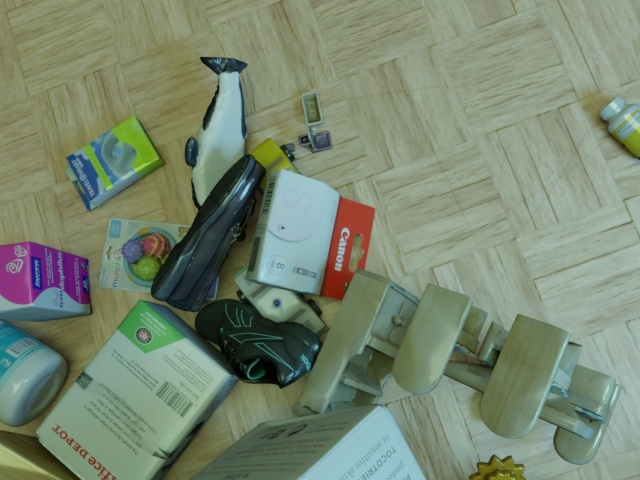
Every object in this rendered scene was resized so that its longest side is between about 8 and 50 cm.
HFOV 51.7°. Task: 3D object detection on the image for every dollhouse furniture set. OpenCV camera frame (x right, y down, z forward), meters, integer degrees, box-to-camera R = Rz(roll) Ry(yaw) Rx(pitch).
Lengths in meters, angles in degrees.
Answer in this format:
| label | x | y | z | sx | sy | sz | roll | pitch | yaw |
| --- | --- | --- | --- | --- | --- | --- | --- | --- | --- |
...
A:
| label | x | y | z | sx | sy | sz | roll | pitch | yaw |
| --- | --- | --- | --- | --- | --- | --- | --- | --- | --- |
| dollhouse furniture set | 0.193 | 0.234 | 0.996 | 0.394 | 0.362 | 0.257 | 19 | 81 | 37 |
| dollhouse furniture set | -0.035 | -0.226 | 1.224 | 0.090 | 0.081 | 0.114 | -11 | 80 | 5 |

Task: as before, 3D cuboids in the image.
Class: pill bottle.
| label | x | y | z | sx | sy | sz | roll | pitch | yaw |
| --- | --- | --- | --- | --- | --- | --- | --- | --- | --- |
| pill bottle | 0.550 | -0.199 | 1.161 | 0.065 | 0.065 | 0.116 | -41 | 79 | -1 |
| pill bottle | -0.605 | 0.209 | 1.187 | 0.264 | 0.146 | 0.146 | 28 | 85 | 11 |

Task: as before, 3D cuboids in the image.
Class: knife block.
| label | x | y | z | sx | sy | sz | roll | pitch | yaw |
| --- | --- | --- | --- | --- | --- | --- | --- | --- | --- |
| knife block | -0.423 | 0.431 | 1.088 | 0.242 | 0.275 | 0.088 | 29 | 84 | 40 |

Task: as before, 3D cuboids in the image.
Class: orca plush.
| label | x | y | z | sx | sy | sz | roll | pitch | yaw |
| --- | --- | --- | --- | --- | --- | --- | --- | --- | --- |
| orca plush | -0.210 | -0.193 | 1.228 | 0.102 | 0.151 | 0.287 | 11 | 109 | 46 |

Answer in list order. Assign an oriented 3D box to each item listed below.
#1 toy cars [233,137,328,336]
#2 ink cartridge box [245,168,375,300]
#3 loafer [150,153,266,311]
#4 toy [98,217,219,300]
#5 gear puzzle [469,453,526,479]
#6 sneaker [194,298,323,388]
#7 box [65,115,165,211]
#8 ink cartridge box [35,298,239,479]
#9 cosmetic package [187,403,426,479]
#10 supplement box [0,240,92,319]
| label | x | y | z | sx | sy | sz | roll | pitch | yaw |
| --- | --- | --- | --- | --- | --- | --- | --- | --- | --- |
| toy cars | -0.071 | 0.006 | 1.172 | 0.176 | 0.087 | 0.394 | 1 | 87 | 3 |
| ink cartridge box | 0.000 | 0.000 | 1.131 | 0.232 | 0.066 | 0.189 | 15 | 82 | -26 |
| loafer | -0.179 | -0.008 | 1.153 | 0.095 | 0.109 | 0.303 | 33 | 98 | -24 |
| toy | -0.303 | 0.030 | 1.227 | 0.237 | 0.056 | 0.137 | 6 | 81 | 7 |
| gear puzzle | 0.318 | 0.471 | 1.017 | 0.175 | 0.044 | 0.339 | -19 | 106 | 3 |
| sneaker | -0.126 | 0.173 | 1.115 | 0.267 | 0.101 | 0.106 | 10 | 40 | 35 |
| box | -0.404 | -0.148 | 1.275 | 0.178 | 0.042 | 0.109 | -33 | 78 | 0 |
| ink cartridge box | -0.310 | 0.282 | 1.152 | 0.211 | 0.121 | 0.289 | 38 | 86 | 10 |
| cosmetic package | -0.020 | 0.486 | 0.886 | 0.327 | 0.329 | 0.394 | -30 | 93 | -41 |
| supplement box | -0.502 | 0.078 | 1.158 | 0.113 | 0.220 | 0.111 | -9 | 80 | 5 |
